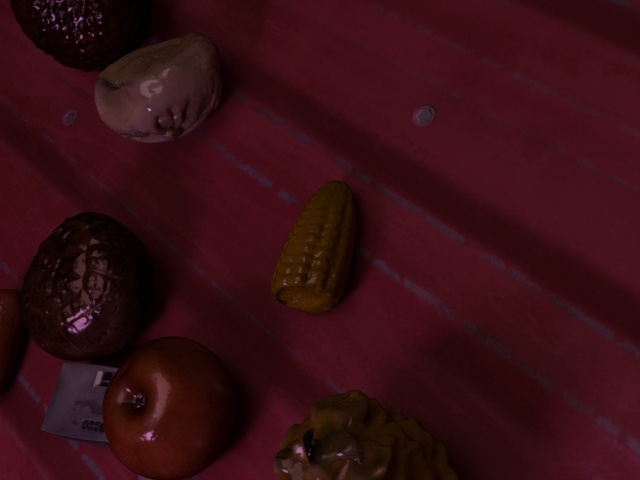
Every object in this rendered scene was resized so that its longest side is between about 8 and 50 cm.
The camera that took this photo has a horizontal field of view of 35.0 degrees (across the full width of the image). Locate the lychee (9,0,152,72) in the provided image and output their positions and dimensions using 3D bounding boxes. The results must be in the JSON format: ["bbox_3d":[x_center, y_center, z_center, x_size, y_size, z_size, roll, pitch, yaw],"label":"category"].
[{"bbox_3d":[-0.425,-0.425,1.821,0.261,0.260,0.260,-14,60,25],"label":"lychee"}]

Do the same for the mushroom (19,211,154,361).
[{"bbox_3d":[-0.372,0.072,1.606,0.253,0.153,0.253,-20,57,34],"label":"mushroom"}]

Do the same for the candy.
[{"bbox_3d":[0.000,0.000,1.451,0.106,0.094,0.198,-2,60,37],"label":"candy"}]

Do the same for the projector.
[{"bbox_3d":[-0.342,0.252,1.551,0.147,0.061,0.115,2,69,32],"label":"projector"}]

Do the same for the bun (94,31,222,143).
[{"bbox_3d":[-0.263,-0.248,1.709,0.229,0.145,0.229,-21,24,10],"label":"bun"}]

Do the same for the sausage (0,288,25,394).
[{"bbox_3d":[-0.543,0.176,1.703,0.076,0.076,0.197,-2,66,31],"label":"sausage"}]

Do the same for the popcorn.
[{"bbox_3d":[0.040,0.302,1.192,0.249,0.225,0.249,-11,67,28],"label":"popcorn"}]

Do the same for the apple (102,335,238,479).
[{"bbox_3d":[-0.216,0.232,1.420,0.201,0.162,0.201,-13,60,24],"label":"apple"}]
